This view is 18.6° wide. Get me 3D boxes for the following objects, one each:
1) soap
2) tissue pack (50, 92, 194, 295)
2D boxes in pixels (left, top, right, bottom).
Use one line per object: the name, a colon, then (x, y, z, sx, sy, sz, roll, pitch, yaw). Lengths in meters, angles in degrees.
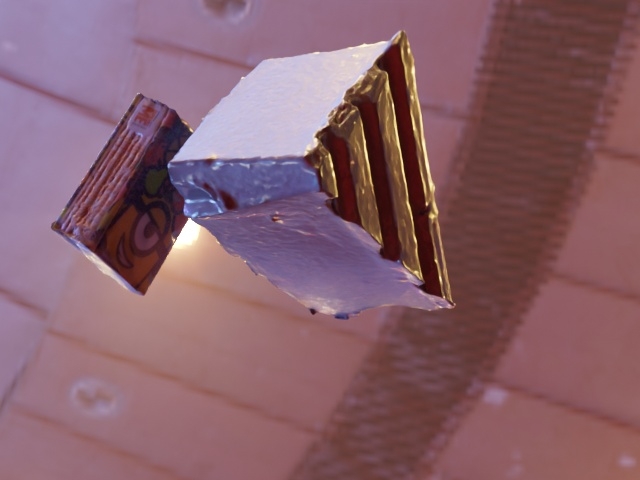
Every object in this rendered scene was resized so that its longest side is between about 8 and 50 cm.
soap: (0.000, 0.000, 1.721, 0.158, 0.258, 0.302, -2, -63, 22)
tissue pack: (-0.162, -0.041, 1.743, 0.060, 0.148, 0.108, 24, -13, 29)
